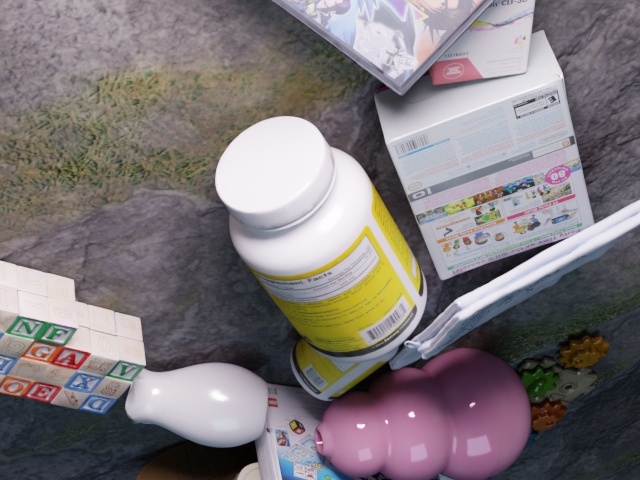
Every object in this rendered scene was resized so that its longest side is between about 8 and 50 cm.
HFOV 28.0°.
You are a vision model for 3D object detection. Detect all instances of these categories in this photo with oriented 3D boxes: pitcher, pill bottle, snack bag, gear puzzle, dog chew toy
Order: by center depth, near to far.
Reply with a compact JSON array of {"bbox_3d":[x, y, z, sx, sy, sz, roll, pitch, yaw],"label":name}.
[{"bbox_3d":[0.000,0.000,1.624,0.187,0.188,0.334,-22,139,10],"label":"pill bottle"},{"bbox_3d":[0.256,0.073,1.715,0.323,0.037,0.342,-27,169,-21],"label":"snack bag"},{"bbox_3d":[0.050,0.149,1.880,0.103,0.103,0.184,26,127,-38],"label":"pill bottle"},{"bbox_3d":[-0.191,0.251,1.939,0.207,0.126,0.178,7,158,-8],"label":"pitcher"},{"bbox_3d":[0.152,0.278,1.964,0.331,0.207,0.207,-6,141,-19],"label":"dog chew toy"},{"bbox_3d":[0.375,0.268,2.156,0.175,0.044,0.339,14,133,-29],"label":"gear puzzle"}]

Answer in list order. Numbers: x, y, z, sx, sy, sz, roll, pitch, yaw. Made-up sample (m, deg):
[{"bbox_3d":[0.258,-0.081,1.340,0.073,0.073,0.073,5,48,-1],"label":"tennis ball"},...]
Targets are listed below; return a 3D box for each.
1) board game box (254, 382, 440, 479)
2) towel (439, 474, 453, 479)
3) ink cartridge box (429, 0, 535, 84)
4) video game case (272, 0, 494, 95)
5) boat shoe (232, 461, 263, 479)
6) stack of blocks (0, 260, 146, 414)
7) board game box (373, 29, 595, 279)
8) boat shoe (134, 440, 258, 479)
[{"bbox_3d":[0.042,0.332,2.026,0.305,0.193,0.053,12,134,-27],"label":"board game box"},{"bbox_3d":[0.079,0.500,2.259,0.374,0.090,0.321,-22,141,-11],"label":"towel"},{"bbox_3d":[0.178,-0.274,1.441,0.115,0.067,0.198,-9,140,-4],"label":"ink cartridge box"},{"bbox_3d":[0.083,-0.315,1.320,0.248,0.035,0.275,33,116,-25],"label":"video game case"},{"bbox_3d":[-0.004,0.415,2.030,0.324,0.117,0.097,7,137,-32],"label":"boat shoe"},{"bbox_3d":[-0.391,0.130,1.748,0.297,0.087,0.171,18,131,-32],"label":"stack of blocks"},{"bbox_3d":[0.215,-0.099,1.637,0.224,0.098,0.303,-19,140,6],"label":"board game box"},{"bbox_3d":[-0.131,0.390,2.102,0.341,0.122,0.110,-12,140,-3],"label":"boat shoe"}]
